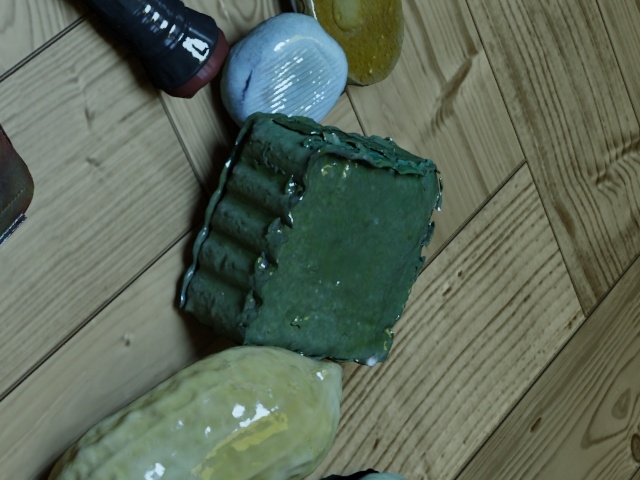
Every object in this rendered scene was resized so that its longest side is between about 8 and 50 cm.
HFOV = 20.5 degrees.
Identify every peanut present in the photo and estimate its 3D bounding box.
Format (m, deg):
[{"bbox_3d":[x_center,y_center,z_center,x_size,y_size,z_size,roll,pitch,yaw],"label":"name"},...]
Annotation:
[{"bbox_3d":[-0.115,0.209,1.707,0.340,0.158,0.174,-35,117,-14],"label":"peanut"}]

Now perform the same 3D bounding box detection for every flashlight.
[{"bbox_3d":[-0.192,-0.233,1.714,0.232,0.093,0.093,39,63,-35],"label":"flashlight"}]

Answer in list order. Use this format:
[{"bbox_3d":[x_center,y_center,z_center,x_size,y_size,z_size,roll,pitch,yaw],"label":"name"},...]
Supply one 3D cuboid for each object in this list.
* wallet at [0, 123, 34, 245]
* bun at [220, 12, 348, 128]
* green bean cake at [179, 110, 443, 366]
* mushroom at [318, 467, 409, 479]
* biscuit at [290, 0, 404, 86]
[{"bbox_3d":[-0.351,-0.004,1.577,0.255,0.031,0.137,-53,126,-32],"label":"wallet"},{"bbox_3d":[-0.044,-0.176,1.863,0.141,0.083,0.141,-19,132,-22],"label":"bun"},{"bbox_3d":[0.000,0.000,1.858,0.255,0.132,0.241,8,102,-48],"label":"green bean cake"},{"bbox_3d":[0.046,0.382,1.945,0.344,0.130,0.247,-4,89,-47],"label":"mushroom"},{"bbox_3d":[0.025,-0.272,1.957,0.181,0.049,0.208,-6,90,-51],"label":"biscuit"}]
